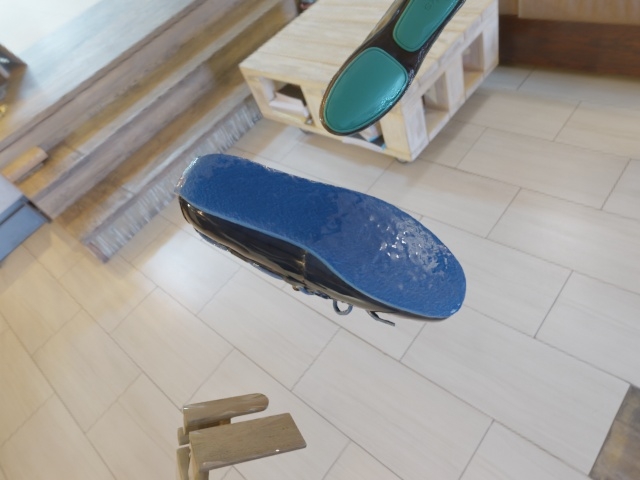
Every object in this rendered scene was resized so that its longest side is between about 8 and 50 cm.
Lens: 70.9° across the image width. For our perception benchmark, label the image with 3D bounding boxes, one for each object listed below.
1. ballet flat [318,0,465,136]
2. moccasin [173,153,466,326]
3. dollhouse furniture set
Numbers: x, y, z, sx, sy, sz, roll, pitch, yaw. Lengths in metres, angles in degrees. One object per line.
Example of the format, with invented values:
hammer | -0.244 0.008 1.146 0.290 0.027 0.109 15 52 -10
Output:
ballet flat | 0.077 -0.201 0.486 0.213 0.072 0.068 -50 14 12
moccasin | 0.000 0.000 0.536 0.342 0.116 0.137 27 60 5
dollhouse furniture set | -0.110 0.282 0.575 0.123 0.151 0.144 -1 20 -26
